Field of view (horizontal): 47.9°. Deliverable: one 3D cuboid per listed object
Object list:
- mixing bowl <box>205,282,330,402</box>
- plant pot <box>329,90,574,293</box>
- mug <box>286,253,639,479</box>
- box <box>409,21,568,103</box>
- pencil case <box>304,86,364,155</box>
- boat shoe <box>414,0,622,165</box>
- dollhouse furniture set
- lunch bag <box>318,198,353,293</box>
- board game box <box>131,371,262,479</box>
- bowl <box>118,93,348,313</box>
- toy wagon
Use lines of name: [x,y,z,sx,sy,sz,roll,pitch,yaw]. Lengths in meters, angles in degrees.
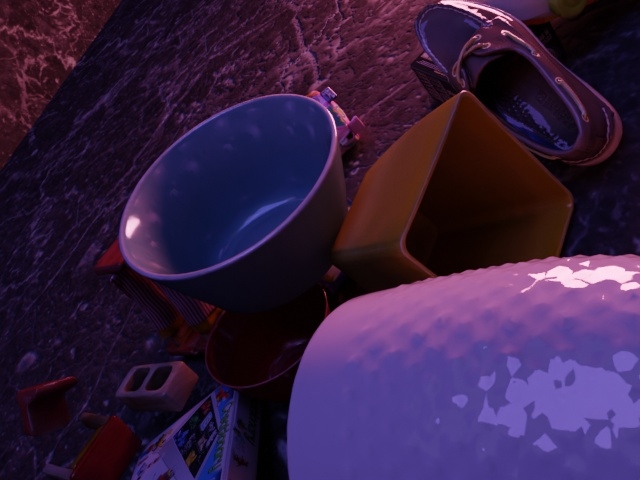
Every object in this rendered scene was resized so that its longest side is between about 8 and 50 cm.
mixing bowl: [-0.049,0.143,0.948,0.181,0.098,0.181,-22,37,18]
plant pot: [0.138,-0.008,0.849,0.187,0.212,0.212,-14,45,54]
mug: [0.212,0.130,0.563,0.328,0.276,0.374,-17,8,38]
box: [0.247,-0.267,1.077,0.147,0.077,0.180,-46,36,0]
pencil case: [-0.060,-0.120,1.205,0.284,0.124,0.124,-45,36,-1]
boat shoe: [0.229,-0.210,0.911,0.324,0.096,0.117,49,123,26]
dollhouse furniture set: [-0.260,0.154,1.014,0.152,0.201,0.374,-12,36,38]
lunch bag: [0.000,0.000,1.059,0.151,0.096,0.129,26,71,37]
board game box: [-0.162,0.297,0.869,0.193,0.053,0.305,-39,14,9]
bowl: [-0.086,-0.028,0.942,0.311,0.163,0.312,-19,42,19]
toy wagon: [0.355,-0.402,1.052,0.344,0.068,0.267,-25,34,-14]
